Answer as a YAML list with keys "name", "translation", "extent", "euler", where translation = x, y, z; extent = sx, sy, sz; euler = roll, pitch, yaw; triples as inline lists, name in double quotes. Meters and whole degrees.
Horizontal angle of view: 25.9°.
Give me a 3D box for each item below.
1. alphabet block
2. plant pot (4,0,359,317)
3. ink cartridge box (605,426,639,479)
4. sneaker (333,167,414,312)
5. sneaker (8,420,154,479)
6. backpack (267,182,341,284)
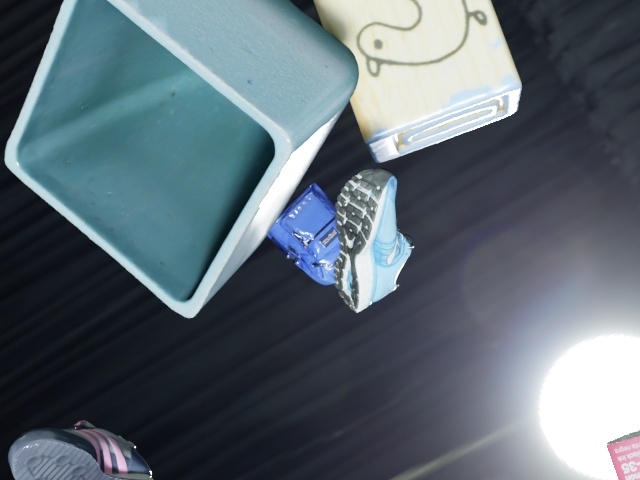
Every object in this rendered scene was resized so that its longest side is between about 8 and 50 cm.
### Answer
- name: "alphabet block"
  translation: [0.113, -0.221, 1.617]
  extent: [0.193, 0.192, 0.197]
  euler: [46, -156, -84]
- name: "plant pot"
  translation: [-0.104, -0.129, 1.342]
  extent: [0.248, 0.247, 0.252]
  euler: [40, -141, 9]
- name: "ink cartridge box"
  translation: [0.455, 0.338, 1.593]
  extent: [0.207, 0.117, 0.283]
  euler: [-3, -106, -59]
- name: "sneaker"
  translation: [0.058, -0.007, 1.397]
  extent: [0.063, 0.073, 0.162]
  euler: [47, 143, 40]
- name: "sneaker"
  translation: [-0.372, 0.323, 2.086]
  extent: [0.131, 0.112, 0.319]
  euler: [56, -173, 33]
- name: "backpack"
  translation: [0.000, 0.000, 1.799]
  extent: [0.120, 0.098, 0.101]
  euler: [46, 176, -3]
